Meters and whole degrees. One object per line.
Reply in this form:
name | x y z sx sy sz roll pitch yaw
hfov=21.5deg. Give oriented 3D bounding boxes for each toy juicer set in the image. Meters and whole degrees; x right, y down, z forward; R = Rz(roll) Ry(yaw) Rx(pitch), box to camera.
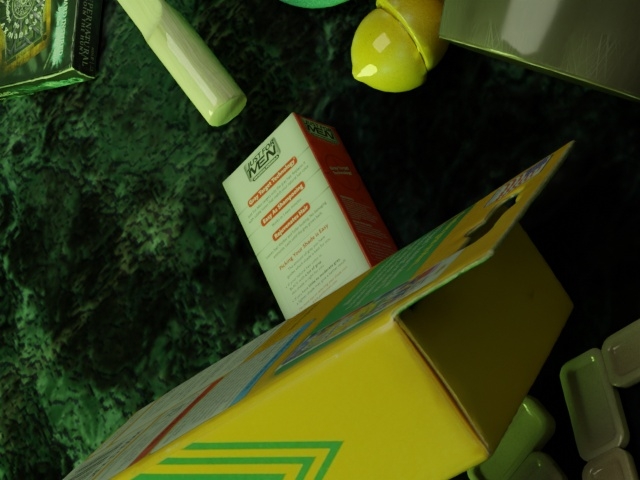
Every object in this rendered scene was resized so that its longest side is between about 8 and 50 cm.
toy juicer set | 0.004 -0.177 1.037 0.329 0.089 0.209 -24 80 31

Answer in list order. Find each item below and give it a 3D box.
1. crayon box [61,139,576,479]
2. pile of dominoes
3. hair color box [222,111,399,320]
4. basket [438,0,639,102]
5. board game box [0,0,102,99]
crayon box | 0.002 0.086 0.863 0.323 0.203 0.083 -33 94 25
pile of dominoes | 0.170 0.166 0.835 0.196 0.040 0.251 -34 50 34
hair color box | 0.000 0.000 1.012 0.072 0.043 0.141 -43 55 26
basket | 0.155 -0.191 0.854 0.204 0.154 0.227 21 98 36
board game box | -0.209 -0.203 1.266 0.126 0.026 0.186 -6 75 41
